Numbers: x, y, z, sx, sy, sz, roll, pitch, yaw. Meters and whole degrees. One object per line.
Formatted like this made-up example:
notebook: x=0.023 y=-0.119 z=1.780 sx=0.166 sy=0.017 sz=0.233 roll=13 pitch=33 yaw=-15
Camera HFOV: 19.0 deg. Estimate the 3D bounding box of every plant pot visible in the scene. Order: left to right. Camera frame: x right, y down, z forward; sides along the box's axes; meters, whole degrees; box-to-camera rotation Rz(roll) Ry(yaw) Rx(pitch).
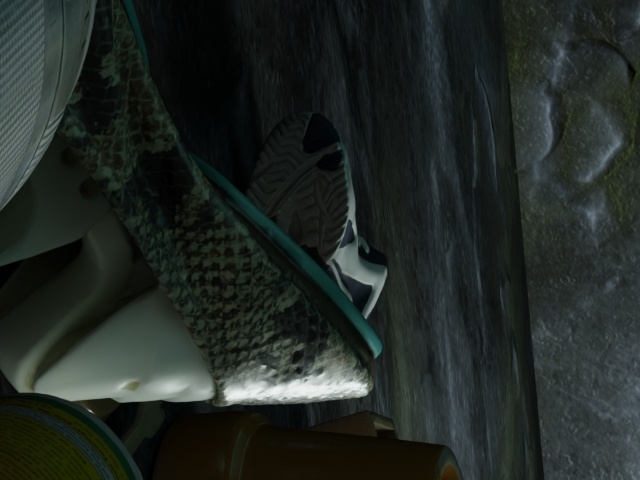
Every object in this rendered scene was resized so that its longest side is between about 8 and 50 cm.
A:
plant pot: x=0.003 y=0.214 z=1.313 sx=0.205 sy=0.188 sz=0.205 roll=-7 pitch=90 yaw=-77

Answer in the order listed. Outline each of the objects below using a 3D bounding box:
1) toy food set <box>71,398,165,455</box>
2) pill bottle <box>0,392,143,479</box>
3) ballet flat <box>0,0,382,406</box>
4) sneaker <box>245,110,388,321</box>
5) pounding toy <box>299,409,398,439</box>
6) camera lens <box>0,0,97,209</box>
toy food set: x=-0.142 y=0.048 z=1.140 sx=0.132 sy=0.038 sz=0.192 roll=-54 pitch=141 yaw=-61
pill bottle: x=-0.158 y=0.142 z=0.830 sx=0.208 sy=0.117 sz=0.118 roll=-32 pitch=114 yaw=-75
ballet flat: x=-0.132 y=-0.031 z=0.955 sx=0.182 sy=0.164 sz=0.483 roll=-47 pitch=135 yaw=-17
sneaker: x=0.000 y=0.000 z=1.619 sx=0.153 sy=0.094 sz=0.235 roll=-51 pitch=132 yaw=-74
pounding toy: x=0.021 y=0.228 z=1.628 sx=0.130 sy=0.100 sz=0.141 roll=35 pitch=39 yaw=-73
camera lens: x=-0.195 y=-0.059 z=0.558 sx=0.274 sy=0.219 sz=0.219 roll=-68 pitch=148 yaw=-65
